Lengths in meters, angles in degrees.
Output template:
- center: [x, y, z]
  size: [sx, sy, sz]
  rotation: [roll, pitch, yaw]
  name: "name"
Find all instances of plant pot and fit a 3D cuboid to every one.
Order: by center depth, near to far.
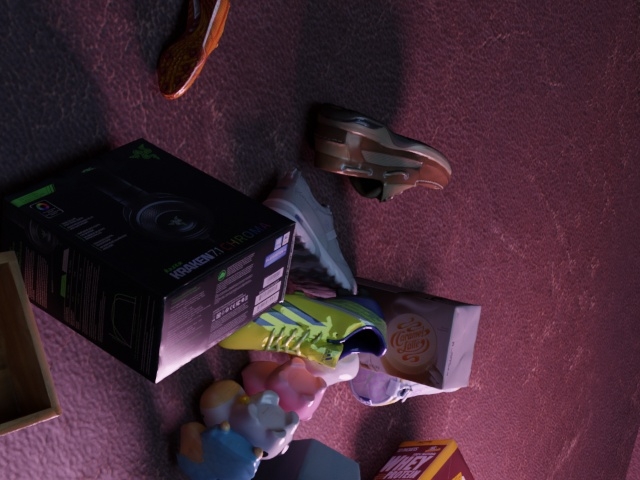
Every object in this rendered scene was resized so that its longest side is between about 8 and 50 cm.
- center: [-0.037, 0.443, 2.071]
  size: [0.165, 0.165, 0.234]
  rotation: [33, 62, -28]
  name: "plant pot"

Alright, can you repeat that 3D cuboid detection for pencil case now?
- center: [0.165, 0.231, 2.359]
  size: [0.273, 0.124, 0.114]
  rotation: [-1, 102, -56]
  name: "pencil case"

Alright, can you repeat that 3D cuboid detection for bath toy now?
- center: [-0.076, 0.245, 2.015]
  size: [0.348, 0.151, 0.129]
  rotation: [-37, 166, -48]
  name: "bath toy"

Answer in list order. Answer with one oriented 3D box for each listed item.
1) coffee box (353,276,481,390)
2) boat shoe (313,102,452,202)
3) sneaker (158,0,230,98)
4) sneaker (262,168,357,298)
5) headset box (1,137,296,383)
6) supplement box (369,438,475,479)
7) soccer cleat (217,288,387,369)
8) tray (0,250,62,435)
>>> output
- center: [0.128, 0.149, 2.164]
  size: [0.098, 0.246, 0.141]
  rotation: [1, 100, -57]
  name: "coffee box"
- center: [0.091, -0.127, 2.148]
  size: [0.324, 0.122, 0.120]
  rotation: [20, 90, -48]
  name: "boat shoe"
- center: [-0.164, -0.264, 1.767]
  size: [0.175, 0.064, 0.067]
  rotation: [-65, 154, -13]
  name: "sneaker"
- center: [0.000, 0.000, 2.057]
  size: [0.115, 0.105, 0.281]
  rotation: [-66, 148, -26]
  name: "sneaker"
- center: [-0.218, 0.010, 1.599]
  size: [0.246, 0.283, 0.131]
  rotation: [-30, 141, -46]
  name: "headset box"
- center: [0.193, 0.504, 2.432]
  size: [0.191, 0.129, 0.194]
  rotation: [-41, 109, -41]
  name: "supplement box"
- center: [-0.023, 0.142, 1.986]
  size: [0.289, 0.121, 0.093]
  rotation: [-3, 149, -29]
  name: "soccer cleat"
- center: [-0.474, 0.145, 1.381]
  size: [0.411, 0.076, 0.203]
  rotation: [-14, 85, -54]
  name: "tray"
